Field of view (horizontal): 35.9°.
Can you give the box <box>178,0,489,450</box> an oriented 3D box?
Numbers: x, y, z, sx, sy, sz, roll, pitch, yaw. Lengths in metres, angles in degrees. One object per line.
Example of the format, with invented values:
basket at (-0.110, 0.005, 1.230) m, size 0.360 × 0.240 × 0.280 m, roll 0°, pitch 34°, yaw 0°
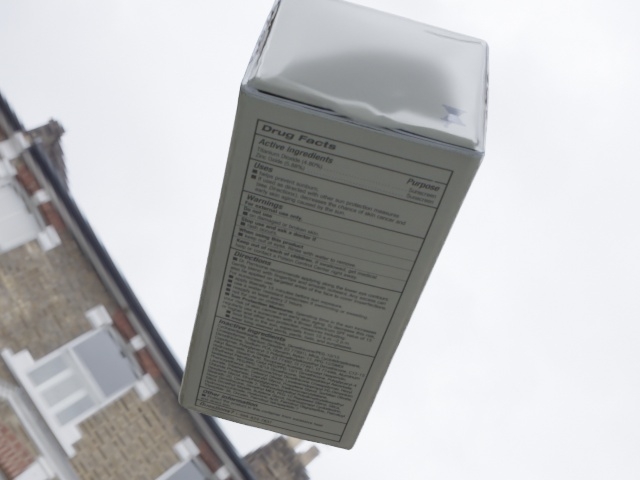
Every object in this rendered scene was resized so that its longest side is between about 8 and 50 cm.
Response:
box at (0.000, 0.000, 0.683) m, size 0.148 × 0.121 × 0.311 m, roll 16°, pitch -46°, yaw -3°
